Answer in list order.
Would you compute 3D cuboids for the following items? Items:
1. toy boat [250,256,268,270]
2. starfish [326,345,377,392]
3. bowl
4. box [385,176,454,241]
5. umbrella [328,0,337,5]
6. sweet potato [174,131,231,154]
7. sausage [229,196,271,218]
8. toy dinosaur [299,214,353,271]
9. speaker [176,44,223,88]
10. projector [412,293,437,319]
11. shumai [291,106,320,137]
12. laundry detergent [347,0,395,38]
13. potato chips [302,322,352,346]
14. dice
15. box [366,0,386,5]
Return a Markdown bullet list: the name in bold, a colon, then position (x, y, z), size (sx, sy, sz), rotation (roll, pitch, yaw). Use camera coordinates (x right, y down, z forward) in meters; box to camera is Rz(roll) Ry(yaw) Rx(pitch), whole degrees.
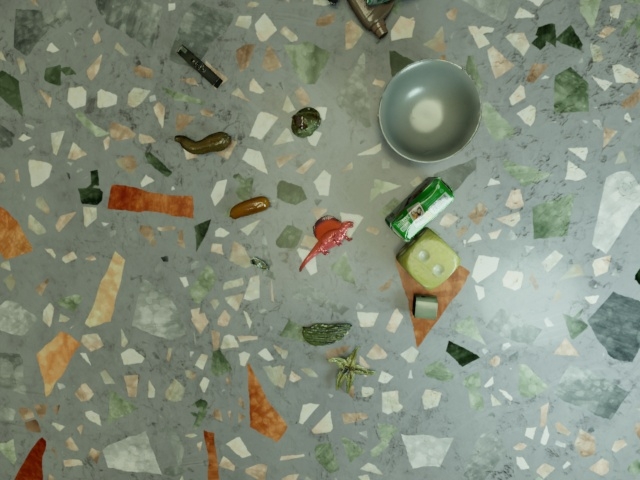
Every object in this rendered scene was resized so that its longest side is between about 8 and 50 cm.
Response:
- **toy boat**: position (-0.242, 0.096, 1.665), size (0.083, 0.038, 0.038), rotation (29, 98, 3)
- **starfish**: position (0.122, 0.513, 1.666), size (0.216, 0.050, 0.224), rotation (18, 109, -2)
- **bowl**: position (0.376, -0.442, 1.478), size (0.345, 0.157, 0.346), rotation (1, 96, 6)
- **box**: position (0.353, -0.115, 1.507), size (0.250, 0.180, 0.103), rotation (-43, 95, 7)
- **umbrella**: position (-0.053, -0.994, 1.488), size (0.336, 0.128, 0.154), rotation (29, 114, -4)
- **sweet potato**: position (-0.457, -0.376, 1.625), size (0.232, 0.062, 0.081), rotation (-2, 81, 10)
- **sausage**: position (-0.280, -0.131, 1.635), size (0.183, 0.054, 0.062), rotation (-14, 65, 10)
- **toy dinosaur**: position (-0.001, -0.008, 1.621), size (0.286, 0.070, 0.139), rotation (-33, 82, 12)
- **speaker**: position (-0.462, -0.666, 1.599), size (0.191, 0.046, 0.040), rotation (43, 98, 0)
- **projector**: position (0.397, 0.251, 1.589), size (0.082, 0.083, 0.083), rotation (4, 96, 5)
- **shumai**: position (-0.061, -0.448, 1.559), size (0.099, 0.087, 0.124), rotation (40, 97, 2)
- **laundry detergent**: position (0.199, -0.859, 1.492), size (0.171, 0.076, 0.237), rotation (-33, 92, 5)
- **potato chips**: position (0.028, 0.376, 1.672), size (0.207, 0.028, 0.092), rotation (-6, 97, 8)
- **dice**: position (0.391, 0.065, 1.527), size (0.169, 0.166, 0.169), rotation (44, 98, 0)
- **box**: position (0.284, -0.979, 1.414), size (0.336, 0.106, 0.264), rotation (-18, 93, -7)
